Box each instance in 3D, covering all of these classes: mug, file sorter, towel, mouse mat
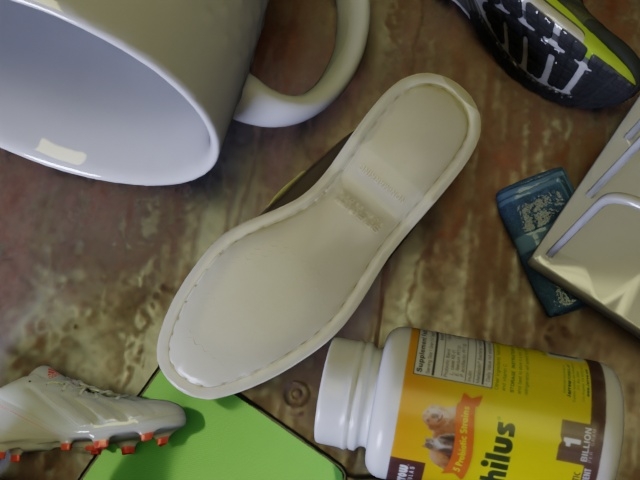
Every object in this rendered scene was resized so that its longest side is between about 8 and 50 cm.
[{"bbox_3d":[-0.126,-0.234,0.699,0.374,0.276,0.328,23,69,-21],"label":"mug"},{"bbox_3d":[0.328,-0.059,0.628,0.193,0.173,0.277,35,74,9],"label":"file sorter"},{"bbox_3d":[0.199,0.001,0.713,0.067,0.029,0.119,-21,75,0],"label":"towel"},{"bbox_3d":[-0.092,0.202,0.697,0.190,0.007,0.152,33,80,11],"label":"mouse mat"}]

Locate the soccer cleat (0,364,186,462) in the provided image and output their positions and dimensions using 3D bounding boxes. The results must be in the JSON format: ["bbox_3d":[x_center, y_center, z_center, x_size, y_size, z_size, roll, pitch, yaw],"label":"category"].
[{"bbox_3d":[-0.206,0.137,0.689,0.196,0.068,0.076,-7,69,9],"label":"soccer cleat"}]

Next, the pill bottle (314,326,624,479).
[{"bbox_3d":[0.108,0.132,0.641,0.215,0.117,0.117,9,77,7],"label":"pill bottle"}]

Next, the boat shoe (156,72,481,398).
[{"bbox_3d":[0.000,0.000,0.695,0.116,0.097,0.324,42,83,2],"label":"boat shoe"}]

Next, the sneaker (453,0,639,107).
[{"bbox_3d":[0.180,-0.243,0.740,0.121,0.111,0.300,-38,78,-10],"label":"sneaker"}]
